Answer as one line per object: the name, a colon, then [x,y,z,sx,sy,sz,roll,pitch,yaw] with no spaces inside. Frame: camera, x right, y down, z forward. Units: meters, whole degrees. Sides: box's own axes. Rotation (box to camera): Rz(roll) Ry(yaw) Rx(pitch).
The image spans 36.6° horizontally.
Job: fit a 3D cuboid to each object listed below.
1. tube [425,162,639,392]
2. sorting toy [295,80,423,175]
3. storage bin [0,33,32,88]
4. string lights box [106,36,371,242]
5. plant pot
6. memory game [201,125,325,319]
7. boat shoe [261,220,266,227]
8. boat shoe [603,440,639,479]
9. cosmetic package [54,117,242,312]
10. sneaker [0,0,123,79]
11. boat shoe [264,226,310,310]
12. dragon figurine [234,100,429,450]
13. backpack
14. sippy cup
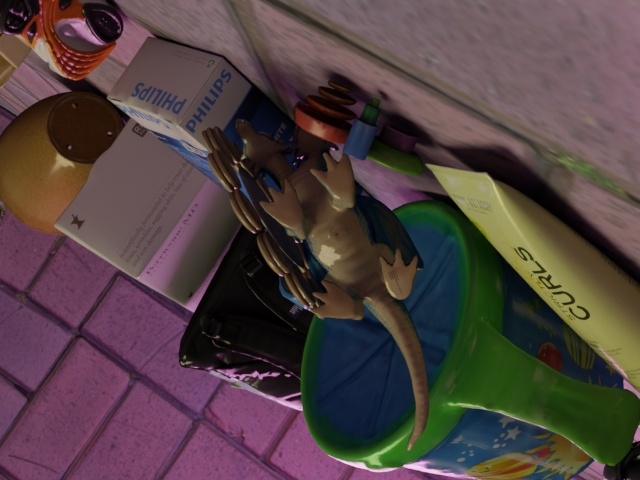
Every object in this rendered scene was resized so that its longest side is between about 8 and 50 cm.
tube: [0.174,0.024,0.682,0.240,0.062,0.070,40,133,-20]
sorting toy: [0.032,-0.083,0.680,0.102,0.042,0.061,23,-164,-3]
storage bin: [-0.533,-0.323,1.229,0.260,0.123,0.262,32,173,13]
string lights box: [-0.070,-0.084,0.953,0.133,0.077,0.259,26,170,46]
plant pot: [-0.408,-0.150,1.598,0.237,0.237,0.254,35,157,-13]
memory game: [-0.043,-0.015,0.795,0.186,0.012,0.186,57,-174,-10]
boat shoe: [-0.044,-0.036,1.335,0.142,0.049,0.040,21,147,54]
boat shoe: [0.422,0.310,1.240,0.113,0.127,0.340,16,175,29]
cosmetic package: [-0.228,-0.032,1.490,0.156,0.217,0.385,33,175,10]
sneaker: [-0.276,-0.230,0.829,0.121,0.099,0.262,36,173,17]
boat shoe: [0.000,0.000,1.142,0.109,0.089,0.258,22,-162,-21]
dragon figurine: [0.026,0.009,0.755,0.289,0.085,0.144,57,-173,3]
backpack: [-0.015,0.137,1.565,0.355,0.290,0.273,28,-177,-10]
sippy cup: [0.137,0.112,0.857,0.224,0.240,0.305,25,-148,-26]
